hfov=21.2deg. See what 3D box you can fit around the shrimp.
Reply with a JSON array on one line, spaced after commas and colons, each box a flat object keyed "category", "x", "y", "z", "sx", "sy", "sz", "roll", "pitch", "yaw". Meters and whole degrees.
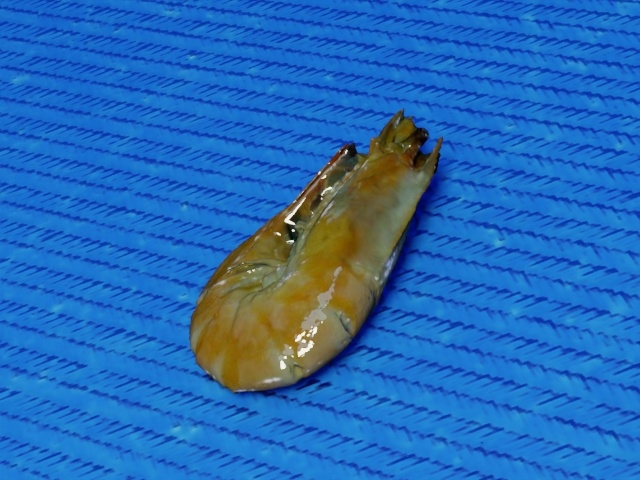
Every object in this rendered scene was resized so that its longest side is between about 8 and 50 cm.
[{"category": "shrimp", "x": -0.001, "y": -0.001, "z": 0.967, "sx": 0.115, "sy": 0.051, "sz": 0.217, "roll": 12, "pitch": 53, "yaw": 32}]
